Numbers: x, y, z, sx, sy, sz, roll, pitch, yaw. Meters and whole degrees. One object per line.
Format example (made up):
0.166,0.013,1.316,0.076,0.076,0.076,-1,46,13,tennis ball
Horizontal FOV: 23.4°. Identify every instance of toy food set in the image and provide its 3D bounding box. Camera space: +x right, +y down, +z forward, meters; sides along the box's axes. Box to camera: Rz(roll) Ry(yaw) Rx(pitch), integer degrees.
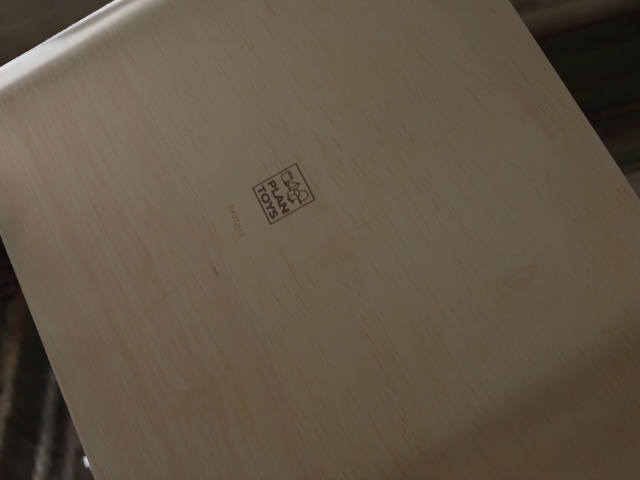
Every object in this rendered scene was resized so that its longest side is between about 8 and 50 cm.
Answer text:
0.000,0.000,0.618,0.306,0.219,0.092,62,-177,29,toy food set
